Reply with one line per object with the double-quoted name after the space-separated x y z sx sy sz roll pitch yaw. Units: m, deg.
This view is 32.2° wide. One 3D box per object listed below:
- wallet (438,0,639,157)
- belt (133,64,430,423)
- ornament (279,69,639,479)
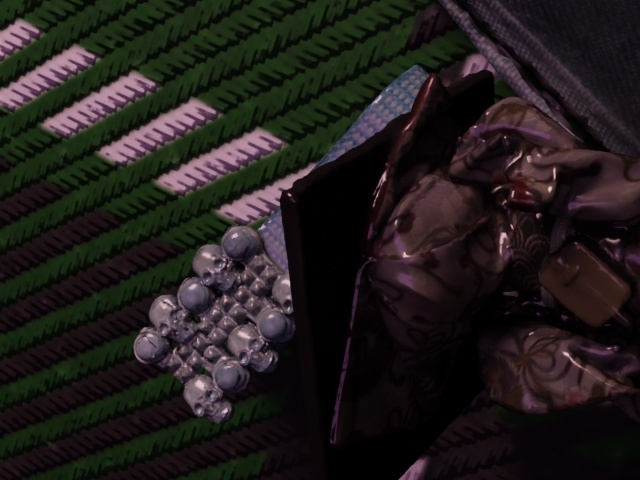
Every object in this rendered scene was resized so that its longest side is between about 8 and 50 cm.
0.158 -0.142 0.353 0.237 0.075 0.342 51 152 12 "wallet"
-0.003 -0.004 0.526 0.065 0.100 0.179 43 113 9 "belt"
0.112 0.028 0.409 0.196 0.153 0.166 9 119 32 "ornament"
